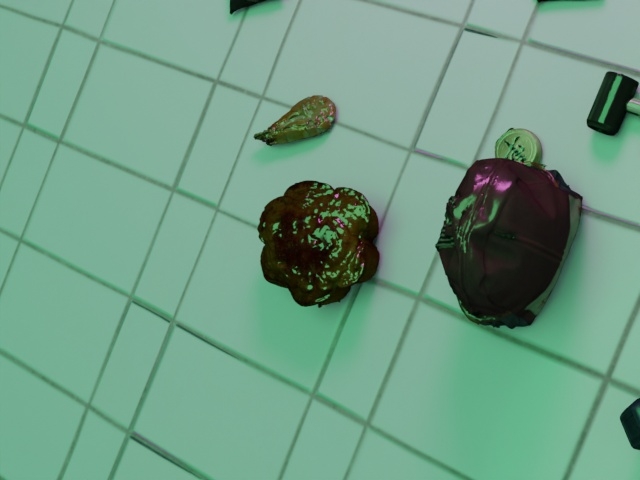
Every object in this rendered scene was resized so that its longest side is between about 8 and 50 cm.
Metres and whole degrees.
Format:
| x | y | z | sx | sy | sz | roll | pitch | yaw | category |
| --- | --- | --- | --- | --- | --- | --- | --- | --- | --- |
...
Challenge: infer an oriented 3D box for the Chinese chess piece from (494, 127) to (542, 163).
| x | y | z | sx | sy | sz | roll | pitch | yaw | category |
| --- | --- | --- | --- | --- | --- | --- | --- | --- | --- |
| 0.348 | -0.156 | 1.828 | 0.084 | 0.034 | 0.084 | -5 | 79 | 29 | Chinese chess piece |

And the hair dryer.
| x | y | z | sx | sy | sz | roll | pitch | yaw | category |
| --- | --- | --- | --- | --- | --- | --- | --- | --- | --- |
| 0.548 | -0.207 | 1.717 | 0.197 | 0.057 | 0.100 | 22 | 93 | 26 | hair dryer |

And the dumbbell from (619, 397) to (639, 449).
| x | y | z | sx | sy | sz | roll | pitch | yaw | category |
| --- | --- | --- | --- | --- | --- | --- | --- | --- | --- |
| 0.572 | 0.371 | 1.534 | 0.143 | 0.156 | 0.316 | -45 | 57 | 49 | dumbbell |

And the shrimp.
| x | y | z | sx | sy | sz | roll | pitch | yaw | category |
| --- | --- | --- | --- | --- | --- | --- | --- | --- | --- |
| -0.050 | -0.232 | 2.073 | 0.184 | 0.043 | 0.091 | -23 | 62 | 18 | shrimp |

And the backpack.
| x | y | z | sx | sy | sz | roll | pitch | yaw | category |
| --- | --- | --- | --- | --- | --- | --- | --- | --- | --- |
| 0.283 | -0.002 | 1.672 | 0.197 | 0.317 | 0.283 | 15 | 90 | 30 | backpack |

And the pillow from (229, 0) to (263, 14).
| x | y | z | sx | sy | sz | roll | pitch | yaw | category |
| --- | --- | --- | --- | --- | --- | --- | --- | --- | --- |
| -0.135 | -0.537 | 2.173 | 0.150 | 0.048 | 0.090 | -10 | 67 | 32 | pillow |

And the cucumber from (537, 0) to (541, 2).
| x | y | z | sx | sy | sz | roll | pitch | yaw | category |
| --- | --- | --- | --- | --- | --- | --- | --- | --- | --- |
| 0.436 | -0.442 | 1.835 | 0.134 | 0.033 | 0.034 | 2 | 49 | 29 | cucumber |

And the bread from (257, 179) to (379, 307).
| x | y | z | sx | sy | sz | roll | pitch | yaw | category |
| --- | --- | --- | --- | --- | --- | --- | --- | --- | --- |
| -0.007 | 0.011 | 1.941 | 0.246 | 0.135 | 0.232 | 4 | 83 | 30 | bread |
